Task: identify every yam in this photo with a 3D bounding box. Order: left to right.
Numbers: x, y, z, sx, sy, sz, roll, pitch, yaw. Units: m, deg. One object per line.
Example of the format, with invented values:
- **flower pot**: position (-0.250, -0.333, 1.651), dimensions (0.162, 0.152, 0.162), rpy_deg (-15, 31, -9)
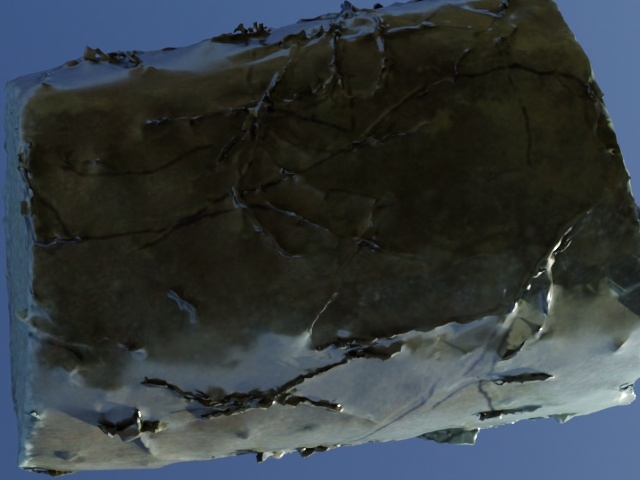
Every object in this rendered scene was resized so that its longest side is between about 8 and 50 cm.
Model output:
- **yam**: position (0.000, 0.000, 0.946), dimensions (0.348, 0.241, 0.241), rpy_deg (-8, -115, -15)
